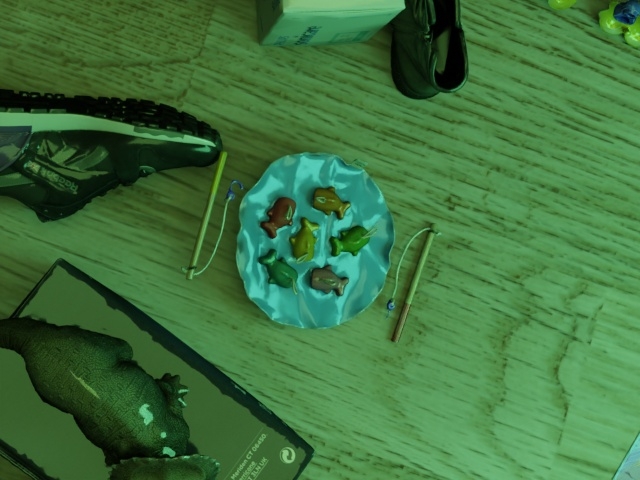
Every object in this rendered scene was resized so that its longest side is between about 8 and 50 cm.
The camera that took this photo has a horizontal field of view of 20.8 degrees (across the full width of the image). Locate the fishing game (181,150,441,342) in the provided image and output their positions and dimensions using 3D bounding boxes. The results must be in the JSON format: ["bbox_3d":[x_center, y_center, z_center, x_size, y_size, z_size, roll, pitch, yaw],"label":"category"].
[{"bbox_3d":[0.000,0.000,1.800,0.264,0.041,0.189,22,83,-23],"label":"fishing game"}]

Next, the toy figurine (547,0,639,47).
[{"bbox_3d":[0.412,-0.314,1.833,0.362,0.191,0.217,23,79,-11],"label":"toy figurine"}]

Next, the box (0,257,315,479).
[{"bbox_3d":[-0.184,0.170,1.662,0.294,0.296,0.183,37,83,-6],"label":"box"}]

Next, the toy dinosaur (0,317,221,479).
[{"bbox_3d":[-0.179,0.124,1.436,0.121,0.160,0.313,-37,94,-8],"label":"toy dinosaur"}]

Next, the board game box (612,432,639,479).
[{"bbox_3d":[0.379,0.283,1.877,0.133,0.033,0.169,33,84,-6],"label":"board game box"}]

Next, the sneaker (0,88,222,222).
[{"bbox_3d":[-0.244,-0.080,1.779,0.283,0.107,0.124,5,107,-9],"label":"sneaker"}]

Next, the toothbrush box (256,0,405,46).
[{"bbox_3d":[-0.002,-0.356,1.755,0.126,0.216,0.296,-2,87,-9],"label":"toothbrush box"}]

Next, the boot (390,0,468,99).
[{"bbox_3d":[0.110,-0.267,1.795,0.083,0.161,0.247,-10,89,-10],"label":"boot"}]
